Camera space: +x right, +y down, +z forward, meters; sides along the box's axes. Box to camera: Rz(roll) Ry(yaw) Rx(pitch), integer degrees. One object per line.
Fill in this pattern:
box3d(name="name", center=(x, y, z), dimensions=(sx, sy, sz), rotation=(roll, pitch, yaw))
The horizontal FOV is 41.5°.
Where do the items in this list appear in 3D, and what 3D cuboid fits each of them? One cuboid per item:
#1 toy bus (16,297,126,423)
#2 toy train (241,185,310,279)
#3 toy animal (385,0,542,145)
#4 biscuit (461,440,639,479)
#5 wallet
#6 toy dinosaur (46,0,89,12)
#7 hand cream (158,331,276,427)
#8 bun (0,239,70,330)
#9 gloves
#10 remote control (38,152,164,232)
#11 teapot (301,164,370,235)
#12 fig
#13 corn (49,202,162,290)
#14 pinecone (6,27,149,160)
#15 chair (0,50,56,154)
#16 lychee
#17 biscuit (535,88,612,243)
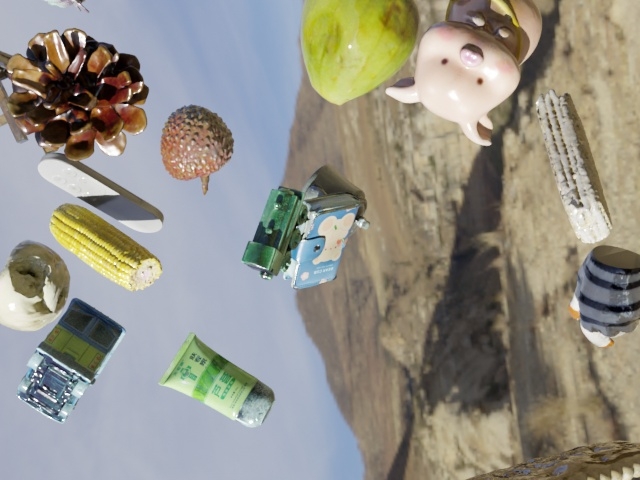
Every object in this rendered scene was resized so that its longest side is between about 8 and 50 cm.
box3d(name="toy bus", center=(-0.603, 0.295, 2.025), dimensions=(0.312, 0.152, 0.190), rotation=(-49, 11, 49))
box3d(name="toy train", center=(-0.075, -0.017, 1.474), dimensions=(0.111, 0.071, 0.171), rotation=(48, -120, -71))
box3d(name="toy animal", center=(0.223, -0.278, 1.193), dimensions=(0.248, 0.165, 0.149), rotation=(-56, -16, -16))
box3d(name="biscuit", center=(0.355, 0.352, 1.277), dimensions=(0.217, 0.324, 0.044), rotation=(137, 121, -70))
box3d(name="wallet", center=(0.000, -0.001, 1.736), dimensions=(0.059, 0.141, 0.202), rotation=(43, 131, 34))
box3d(name="toy dinosaur", center=(-0.362, -0.340, 1.139), dimensions=(0.209, 0.082, 0.039), rotation=(-21, -53, -76))
box3d(name="hand cream", center=(-0.155, 0.224, 1.315), dimensions=(0.095, 0.175, 0.046), rotation=(-59, -10, -14))
box3d(name="bun", center=(-0.564, 0.092, 1.671), dimensions=(0.193, 0.127, 0.178), rotation=(127, 163, -70))
box3d(name="gloves", center=(0.528, 0.119, 1.537), dimensions=(0.131, 0.140, 0.219), rotation=(-67, -22, -59))
box3d(name="remote control", center=(-0.379, -0.080, 1.476), dimensions=(0.245, 0.077, 0.022), rotation=(34, -129, -34))
box3d(name="teapot", center=(0.048, -0.071, 1.952), dimensions=(0.162, 0.149, 0.239), rotation=(-61, -22, -1))
box3d(name="fig", center=(0.064, -0.349, 1.422), dimensions=(0.207, 0.207, 0.230), rotation=(61, -137, -76))
box3d(name="corn", center=(-0.371, 0.010, 1.438), dimensions=(0.081, 0.248, 0.081), rotation=(-33, -42, -36))
box3d(name="pinecone", center=(-0.387, -0.230, 1.353), dimensions=(0.201, 0.228, 0.203), rotation=(180, 102, -70))
box3d(name="chair", center=(-0.737, -0.346, 1.728), dimensions=(0.240, 0.203, 0.416), rotation=(-123, 9, -89))
box3d(name="lychee", center=(-0.263, -0.194, 1.815), dimensions=(0.165, 0.165, 0.197), rotation=(-75, -33, -76))
box3d(name="biscuit", center=(0.397, -0.119, 1.326), dimensions=(0.108, 0.061, 0.239), rotation=(45, -148, -49))
